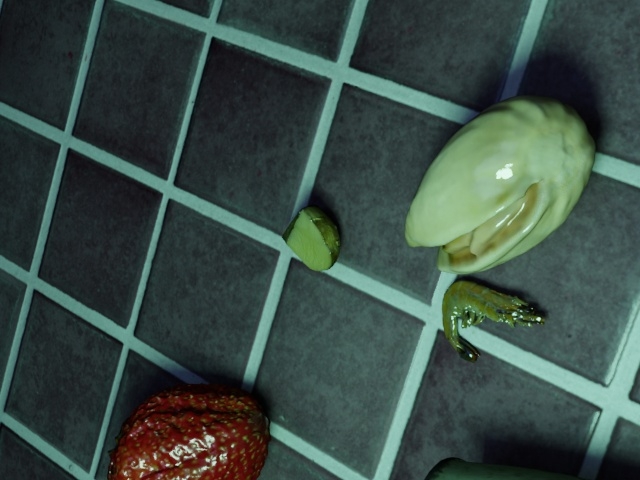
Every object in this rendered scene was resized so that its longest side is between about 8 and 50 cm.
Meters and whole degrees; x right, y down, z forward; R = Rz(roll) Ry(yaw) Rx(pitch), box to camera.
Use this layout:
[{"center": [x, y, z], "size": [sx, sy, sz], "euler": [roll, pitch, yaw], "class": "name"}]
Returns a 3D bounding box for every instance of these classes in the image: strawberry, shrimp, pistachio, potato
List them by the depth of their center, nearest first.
[{"center": [0.245, -0.075, 1.540], "size": [0.193, 0.214, 0.318], "euler": [37, 129, -16], "class": "pistachio"}, {"center": [0.250, 0.130, 1.623], "size": [0.178, 0.034, 0.124], "euler": [20, 104, 36], "class": "shrimp"}, {"center": [0.000, 0.000, 1.786], "size": [0.103, 0.066, 0.096], "euler": [53, 143, 13], "class": "potato"}, {"center": [-0.216, 0.363, 1.842], "size": [0.288, 0.238, 0.250], "euler": [-23, 81, 24], "class": "strawberry"}]

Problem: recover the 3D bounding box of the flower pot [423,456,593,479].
[{"center": [0.308, 0.446, 1.430], "size": [0.330, 0.294, 0.293], "euler": [-2, 89, 32], "class": "flower pot"}]
